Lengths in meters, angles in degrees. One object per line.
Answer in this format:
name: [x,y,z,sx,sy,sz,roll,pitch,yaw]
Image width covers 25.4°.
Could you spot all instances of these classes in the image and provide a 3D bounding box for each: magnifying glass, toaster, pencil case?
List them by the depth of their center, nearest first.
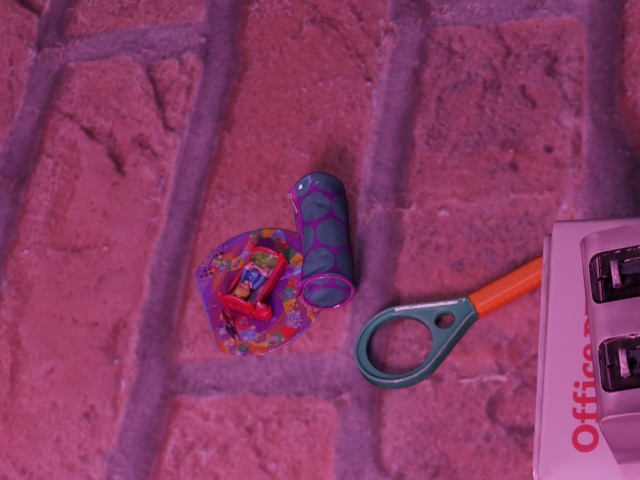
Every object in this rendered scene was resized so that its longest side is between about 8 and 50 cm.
toaster: [0.285,0.088,1.178,0.110,0.185,0.168,-8,64,17]
magnifying glass: [0.142,0.082,1.517,0.231,0.026,0.092,-27,53,-2]
pencil case: [0.000,0.000,1.590,0.070,0.064,0.151,6,53,-17]

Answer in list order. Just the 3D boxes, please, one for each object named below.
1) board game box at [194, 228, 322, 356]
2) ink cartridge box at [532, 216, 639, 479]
board game box: [-0.074,0.048,1.604,0.133,0.033,0.168,-22,54,3]
ink cartridge box: [0.408,0.131,1.311,0.395,0.166,0.285,-1,56,17]
